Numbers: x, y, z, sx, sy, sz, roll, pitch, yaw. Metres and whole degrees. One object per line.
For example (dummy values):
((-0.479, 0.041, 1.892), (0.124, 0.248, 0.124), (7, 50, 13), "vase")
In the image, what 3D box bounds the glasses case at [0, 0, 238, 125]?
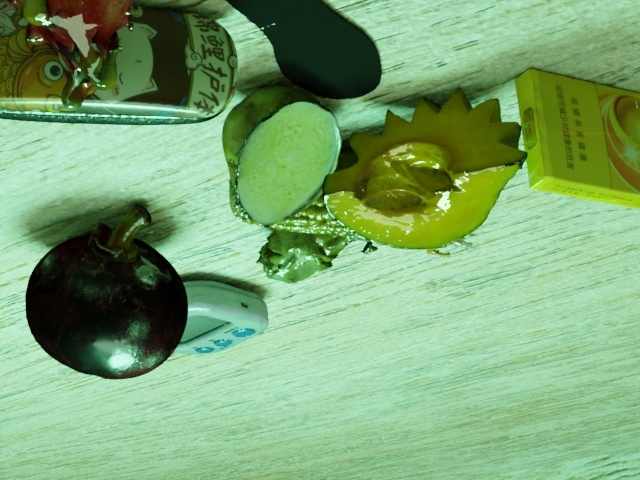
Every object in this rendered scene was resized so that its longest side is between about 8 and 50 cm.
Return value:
((-0.248, -0.189, 1.587), (0.321, 0.122, 0.082), (1, 157, -12), "glasses case")

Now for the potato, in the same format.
((-0.062, -0.111, 1.818), (0.164, 0.081, 0.200), (-35, 144, -15), "potato")

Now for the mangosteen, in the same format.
((-0.295, 0.064, 2.106), (0.235, 0.235, 0.261), (5, 117, -21), "mangosteen")

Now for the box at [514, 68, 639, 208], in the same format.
((0.365, -0.115, 1.819), (0.269, 0.152, 0.043), (8, 155, -27), "box")

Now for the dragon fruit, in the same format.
((-0.241, -0.232, 1.479), (0.133, 0.208, 0.150), (7, -159, 7), "dragon fruit")

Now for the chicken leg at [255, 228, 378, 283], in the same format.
((0.000, 0.000, 2.124), (0.227, 0.088, 0.103), (-21, 136, 37), "chicken leg")

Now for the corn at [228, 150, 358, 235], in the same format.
((0.041, -0.063, 1.946), (0.322, 0.119, 0.119), (3, 157, 2), "corn")

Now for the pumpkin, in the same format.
((0.141, -0.084, 1.845), (0.254, 0.130, 0.149), (-12, 141, 15), "pumpkin")

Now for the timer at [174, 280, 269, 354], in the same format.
((-0.198, 0.125, 2.412), (0.191, 0.069, 0.208), (16, 151, -39), "timer")

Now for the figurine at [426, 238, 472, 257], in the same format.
((0.186, 0.003, 2.213), (0.064, 0.047, 0.109), (7, 176, 43), "figurine")

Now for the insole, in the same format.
((-0.021, -0.234, 1.663), (0.119, 0.009, 0.348), (-15, 155, 21), "insole")
